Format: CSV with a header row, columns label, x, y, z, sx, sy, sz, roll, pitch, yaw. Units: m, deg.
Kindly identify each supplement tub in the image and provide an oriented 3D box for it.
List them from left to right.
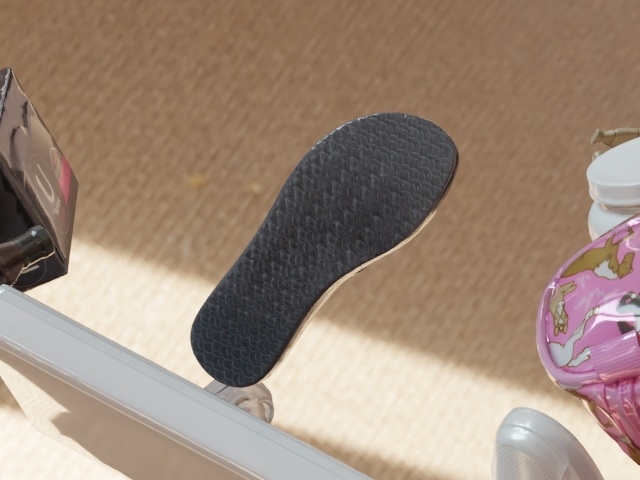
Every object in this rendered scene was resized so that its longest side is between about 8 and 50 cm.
label,x,y,z,sx,sy,sz,roll,pitch,yaw
supplement tub,0.316,0.017,1.716,0.144,0.144,0.200,-39,118,-46

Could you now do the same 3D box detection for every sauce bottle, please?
label,x,y,z,sx,sy,sz,roll,pitch,yaw
sauce bottle,-0.263,0.028,1.501,0.128,0.042,0.042,-34,75,-25

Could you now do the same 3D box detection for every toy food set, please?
label,x,y,z,sx,sy,sz,roll,pitch,yaw
toy food set,0.308,-0.074,1.848,0.122,0.078,0.019,0,53,-10

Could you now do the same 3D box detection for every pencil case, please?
label,x,y,z,sx,sy,sz,roll,pitch,yaw
pencil case,0.303,0.148,1.482,0.386,0.160,0.167,52,-2,-35

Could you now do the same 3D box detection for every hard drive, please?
label,x,y,z,sx,sy,sz,roll,pitch,yaw
hard drive,-0.070,0.166,1.419,0.353,0.233,0.047,26,70,15

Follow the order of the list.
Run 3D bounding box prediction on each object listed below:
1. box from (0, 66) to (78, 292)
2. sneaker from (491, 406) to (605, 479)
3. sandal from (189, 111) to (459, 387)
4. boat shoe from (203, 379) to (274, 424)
label,x,y,z,sx,sy,sz,roll,pitch,yaw
box,-0.366,-0.014,1.744,0.165,0.270,0.143,-94,159,-58
sneaker,0.175,0.301,1.688,0.169,0.108,0.293,-37,123,-34
sandal,-0.001,0.000,1.447,0.097,0.254,0.054,48,17,9
boat shoe,-0.088,0.184,1.795,0.084,0.095,0.258,18,15,19
